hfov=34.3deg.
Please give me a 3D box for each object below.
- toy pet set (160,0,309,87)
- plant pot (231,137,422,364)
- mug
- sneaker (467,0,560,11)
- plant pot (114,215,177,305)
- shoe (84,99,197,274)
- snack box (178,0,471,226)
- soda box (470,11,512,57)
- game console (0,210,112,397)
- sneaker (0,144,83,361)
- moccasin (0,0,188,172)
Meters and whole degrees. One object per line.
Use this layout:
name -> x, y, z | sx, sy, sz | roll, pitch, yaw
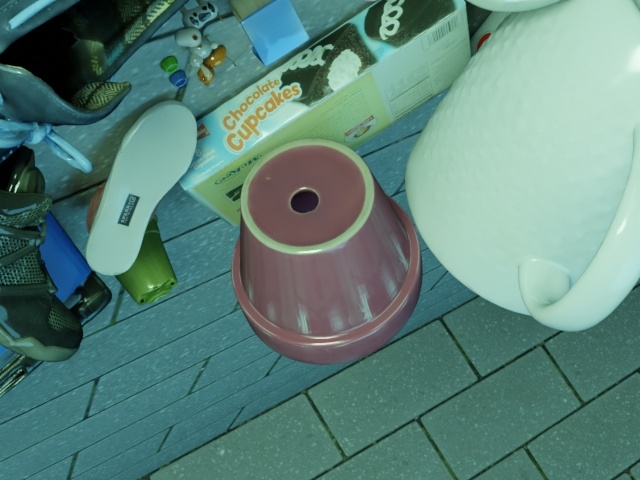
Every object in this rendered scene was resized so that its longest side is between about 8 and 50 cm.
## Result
toy pet set -> -0.072, -0.155, 0.842 | 0.114, 0.065, 0.122 | -32, 166, -2
plant pot -> 0.000, 0.000, 1.044 | 0.201, 0.201, 0.180 | -30, 151, -9
mug -> 0.265, -0.083, 1.006 | 0.328, 0.276, 0.374 | 123, -15, -50
sneaker -> 0.248, -0.329, 0.856 | 0.350, 0.131, 0.148 | -37, 159, -7
plant pot -> -0.198, 0.026, 1.144 | 0.083, 0.079, 0.083 | -30, 166, -8
shoe -> -0.173, -0.059, 0.969 | 0.063, 0.081, 0.178 | 21, 107, -23
snack box -> 0.006, -0.138, 1.070 | 0.322, 0.060, 0.187 | -33, 165, 2
soda box -> 0.238, -0.242, 1.188 | 0.069, 0.074, 0.216 | -21, 161, -37
game console -> -0.364, 0.084, 0.977 | 0.293, 0.173, 0.250 | -42, -160, -17
sneaker -> -0.247, 0.011, 0.856 | 0.130, 0.087, 0.227 | -41, 132, -3
moccasin -> -0.176, -0.118, 0.637 | 0.342, 0.117, 0.137 | -43, 163, 34
